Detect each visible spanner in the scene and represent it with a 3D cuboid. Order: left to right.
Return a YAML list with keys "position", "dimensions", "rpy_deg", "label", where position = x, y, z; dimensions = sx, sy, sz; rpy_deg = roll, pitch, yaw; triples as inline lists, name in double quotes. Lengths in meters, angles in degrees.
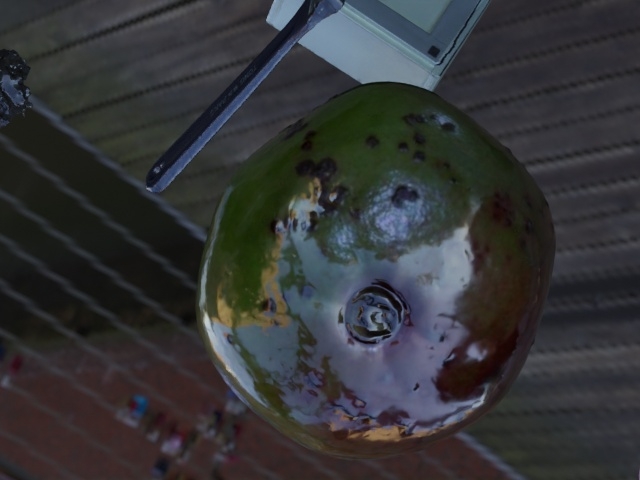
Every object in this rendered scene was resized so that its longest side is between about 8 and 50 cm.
- position: [-0.037, -0.105, 0.929]
  dimensions: [0.012, 0.046, 0.208]
  rpy_deg: [34, 110, -28]
  label: "spanner"

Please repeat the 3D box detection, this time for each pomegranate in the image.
- position: [0.038, 0.000, 1.221]
  dimensions: [0.290, 0.323, 0.291]
  rpy_deg: [-2, 127, -2]
  label: "pomegranate"

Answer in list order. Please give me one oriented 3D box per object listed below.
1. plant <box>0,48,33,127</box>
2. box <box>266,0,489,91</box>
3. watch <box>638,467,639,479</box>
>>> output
- position: [-0.320, -0.146, 1.451]
  dimensions: [0.087, 0.085, 0.174]
  rpy_deg: [27, 179, -28]
  label: "plant"
- position: [0.093, -0.315, 1.928]
  dimensions: [0.225, 0.225, 0.117]
  rpy_deg: [33, 153, 1]
  label: "box"
- position: [0.294, 0.261, 1.087]
  dimensions: [0.217, 0.248, 0.211]
  rpy_deg: [2, 114, 50]
  label: "watch"
